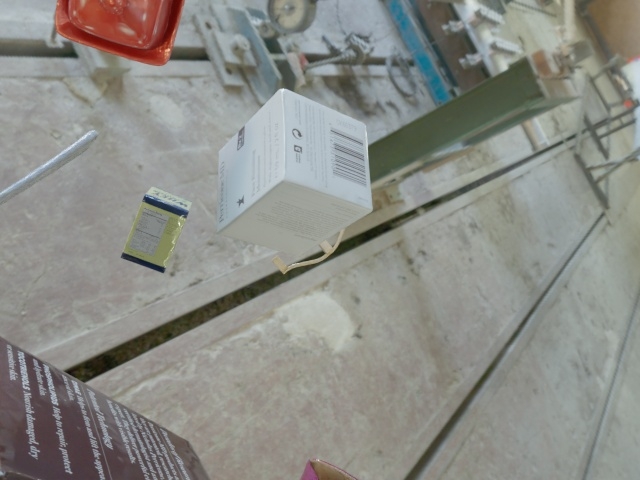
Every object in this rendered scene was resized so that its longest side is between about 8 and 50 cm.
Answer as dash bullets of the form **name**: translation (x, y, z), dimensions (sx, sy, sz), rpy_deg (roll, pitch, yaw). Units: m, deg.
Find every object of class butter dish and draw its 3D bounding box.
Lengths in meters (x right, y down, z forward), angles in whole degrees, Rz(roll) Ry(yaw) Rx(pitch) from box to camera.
- **butter dish**: translation (-0.263, -0.318, 0.790), dimensions (0.160, 0.160, 0.118), rpy_deg (15, 19, -16)

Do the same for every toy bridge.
- **toy bridge**: translation (0.000, 0.000, 1.128), dimensions (0.063, 0.188, 0.026), rpy_deg (50, -7, 3)

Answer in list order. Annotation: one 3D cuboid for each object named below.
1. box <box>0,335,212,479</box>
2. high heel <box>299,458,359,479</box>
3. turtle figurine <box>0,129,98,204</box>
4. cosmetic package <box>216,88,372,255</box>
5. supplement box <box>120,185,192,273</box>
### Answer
- **box**: translation (-0.185, 0.203, 0.399), dimensions (0.168, 0.167, 0.203), rpy_deg (-50, 124, -7)
- **high heel**: translation (0.066, 0.353, 0.833), dimensions (0.127, 0.377, 0.181), rpy_deg (20, 51, -30)
- **turtle figurine**: translation (-0.268, -0.046, 0.274), dimensions (0.198, 0.266, 0.274), rpy_deg (62, 3, -37)
- **cosmetic package**: translation (-0.042, -0.089, 0.879), dimensions (0.151, 0.184, 0.151), rpy_deg (16, 58, -33)
- **supplement box**: translation (-0.204, -0.015, 0.760), dimensions (0.056, 0.083, 0.083), rpy_deg (22, 9, -13)
